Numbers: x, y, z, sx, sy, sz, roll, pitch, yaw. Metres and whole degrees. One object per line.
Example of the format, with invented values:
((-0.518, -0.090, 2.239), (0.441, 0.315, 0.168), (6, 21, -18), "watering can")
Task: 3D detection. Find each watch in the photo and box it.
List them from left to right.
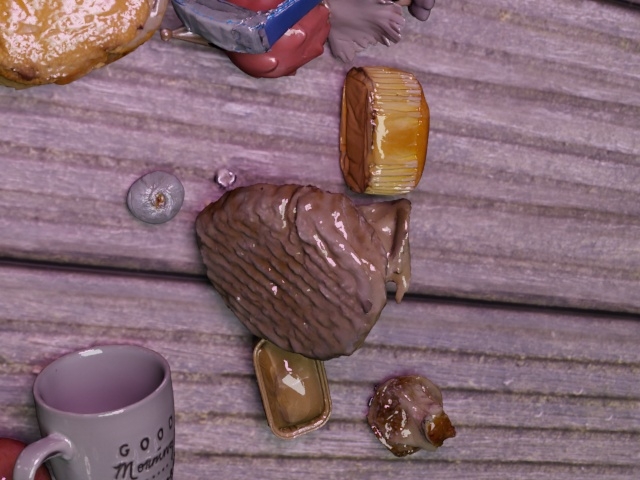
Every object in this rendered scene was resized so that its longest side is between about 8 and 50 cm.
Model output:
((-0.035, -0.357, 1.370), (0.068, 0.276, 0.274), (72, 39, -63), "watch")

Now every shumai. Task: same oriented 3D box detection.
((0.000, 0.000, 1.546), (0.262, 0.314, 0.267), (-39, 146, -50), "shumai")
((0.154, 0.291, 1.718), (0.146, 0.116, 0.145), (-6, 106, -20), "shumai")

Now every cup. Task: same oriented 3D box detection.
((-0.314, 0.303, 1.470), (0.258, 0.186, 0.234), (-31, 126, -50), "cup")

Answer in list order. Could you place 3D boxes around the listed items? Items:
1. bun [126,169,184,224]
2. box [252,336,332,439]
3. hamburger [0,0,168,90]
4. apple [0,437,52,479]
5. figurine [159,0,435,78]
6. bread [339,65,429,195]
((-0.232, -0.060, 1.509), (0.083, 0.045, 0.083), (-3, 101, -19), "bun")
((-0.046, 0.212, 1.623), (0.111, 0.111, 0.177), (-19, 110, -17), "box")
((-0.339, -0.344, 1.330), (0.319, 0.158, 0.318), (-6, 106, -20), "hamburger")
((-0.448, 0.354, 1.482), (0.153, 0.120, 0.153), (-6, 105, -22), "apple")
((-0.032, -0.316, 1.475), (0.387, 0.207, 0.166), (-14, 75, -9), "figurine")
((0.094, -0.161, 1.570), (0.114, 0.132, 0.190), (-3, 111, -24), "bread")
